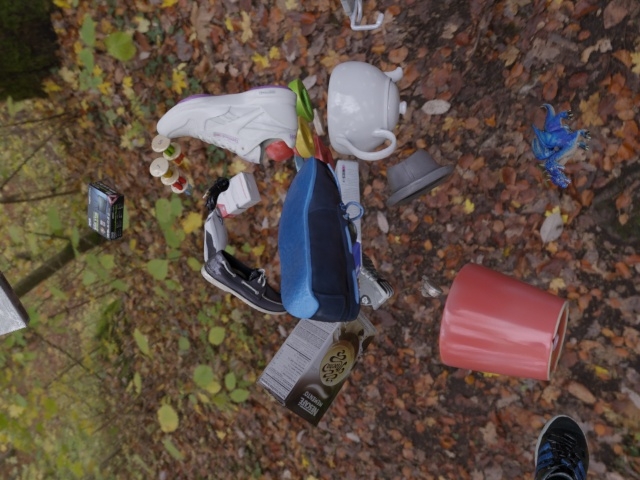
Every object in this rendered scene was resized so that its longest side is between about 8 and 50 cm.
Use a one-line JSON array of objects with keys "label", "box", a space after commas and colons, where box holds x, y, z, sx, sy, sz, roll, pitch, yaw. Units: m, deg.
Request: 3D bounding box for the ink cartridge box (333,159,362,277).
[{"label": "ink cartridge box", "box": [0.052, -0.007, 1.412, 0.071, 0.330, 0.324, 5, 152, -7]}]

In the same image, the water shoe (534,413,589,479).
[{"label": "water shoe", "box": [0.337, 0.328, 0.673, 0.072, 0.203, 0.080, 24, 144, 17]}]

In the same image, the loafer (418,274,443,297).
[{"label": "loafer", "box": [0.235, 0.107, 1.053, 0.045, 0.125, 0.039, 32, 99, 1]}]

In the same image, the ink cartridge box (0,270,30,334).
[{"label": "ink cartridge box", "box": [-0.771, 0.156, 1.080, 0.179, 0.045, 0.146, -16, 121, -6]}]

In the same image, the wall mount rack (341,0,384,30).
[{"label": "wall mount rack", "box": [0.117, -0.758, 1.299, 0.130, 0.304, 0.350, 4, 166, 21]}]

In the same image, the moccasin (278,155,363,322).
[{"label": "moccasin", "box": [0.000, 0.000, 0.806, 0.116, 0.342, 0.138, 22, 135, -21]}]

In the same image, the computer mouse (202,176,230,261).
[{"label": "computer mouse", "box": [-0.224, -0.034, 1.065, 0.042, 0.106, 0.193, 8, 120, 2]}]

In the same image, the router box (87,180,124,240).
[{"label": "router box", "box": [-0.536, -0.073, 1.211, 0.092, 0.038, 0.123, 27, 119, 24]}]

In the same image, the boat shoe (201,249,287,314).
[{"label": "boat shoe", "box": [-0.139, 0.086, 0.995, 0.206, 0.075, 0.065, 31, 107, -22]}]

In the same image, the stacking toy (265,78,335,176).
[{"label": "stacking toy", "box": [-0.072, -0.313, 1.485, 0.130, 0.280, 0.309, -16, 155, 15]}]

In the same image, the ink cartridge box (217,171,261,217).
[{"label": "ink cartridge box", "box": [-0.263, -0.142, 1.541, 0.135, 0.056, 0.099, -26, 76, 30]}]

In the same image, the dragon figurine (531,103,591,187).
[{"label": "dragon figurine", "box": [0.616, -0.274, 1.307, 0.143, 0.289, 0.085, -23, 145, 7]}]

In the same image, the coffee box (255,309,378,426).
[{"label": "coffee box", "box": [-0.002, 0.296, 1.246, 0.118, 0.297, 0.168, 22, 160, 43]}]

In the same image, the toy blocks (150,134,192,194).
[{"label": "toy blocks", "box": [-0.381, -0.192, 1.276, 0.054, 0.123, 0.148, -7, 160, 13]}]

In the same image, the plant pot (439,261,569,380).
[{"label": "plant pot", "box": [0.457, 0.211, 1.195, 0.243, 0.275, 0.275, 13, 128, 33]}]

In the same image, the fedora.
[{"label": "fedora", "box": [0.297, -0.211, 1.562, 0.243, 0.275, 0.124, -31, 84, 24]}]

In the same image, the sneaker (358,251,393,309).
[{"label": "sneaker", "box": [0.139, 0.142, 1.655, 0.132, 0.086, 0.229, -56, 50, 26]}]

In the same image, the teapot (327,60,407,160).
[{"label": "teapot", "box": [0.127, -0.334, 1.250, 0.186, 0.252, 0.256, 4, 99, 13]}]

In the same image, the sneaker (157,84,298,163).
[{"label": "sneaker", "box": [-0.193, -0.229, 1.011, 0.304, 0.114, 0.152, -7, 96, 9]}]
